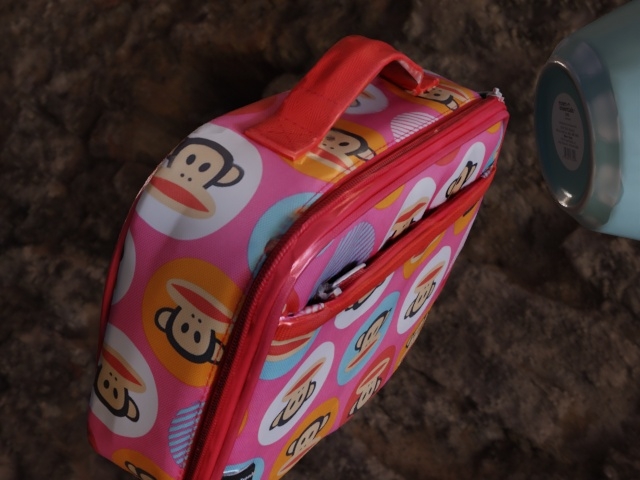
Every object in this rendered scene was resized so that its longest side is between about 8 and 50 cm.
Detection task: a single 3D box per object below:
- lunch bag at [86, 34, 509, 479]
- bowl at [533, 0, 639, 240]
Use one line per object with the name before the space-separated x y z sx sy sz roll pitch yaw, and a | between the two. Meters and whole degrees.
lunch bag | 0.000 0.000 0.550 0.120 0.293 0.258 31 -56 18
bowl | 0.349 -0.128 1.046 0.163 0.311 0.311 -10 -134 -6
